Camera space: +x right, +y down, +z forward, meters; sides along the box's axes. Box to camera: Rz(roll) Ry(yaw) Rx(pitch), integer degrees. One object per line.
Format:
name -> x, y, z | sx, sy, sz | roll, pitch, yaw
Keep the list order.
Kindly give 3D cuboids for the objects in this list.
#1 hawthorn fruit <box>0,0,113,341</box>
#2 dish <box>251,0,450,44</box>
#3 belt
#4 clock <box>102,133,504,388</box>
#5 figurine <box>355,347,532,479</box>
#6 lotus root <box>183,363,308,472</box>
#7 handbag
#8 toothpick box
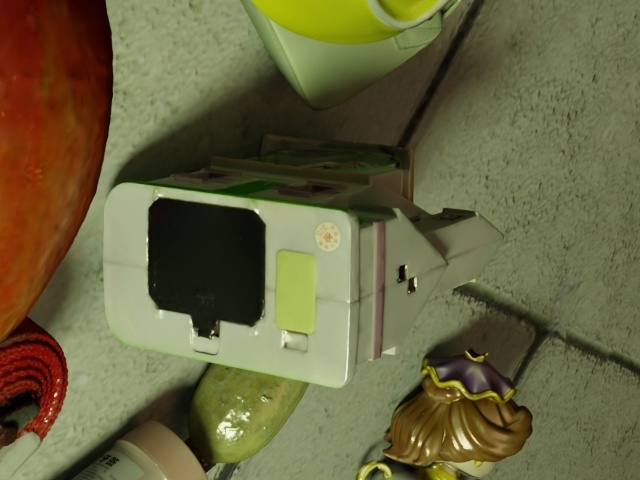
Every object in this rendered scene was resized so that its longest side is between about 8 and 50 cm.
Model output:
hawthorn fruit -> -0.247, -0.075, 0.792 | 0.311, 0.295, 0.295 | -35, 149, 16
dish -> 0.068, -0.244, 1.063 | 0.262, 0.108, 0.221 | -34, 140, -10
belt -> -0.279, 0.132, 1.051 | 0.201, 0.124, 0.128 | -48, 141, -20
clock -> 0.000, 0.000, 1.230 | 0.309, 0.235, 0.166 | -16, 111, -58
figurine -> 0.145, 0.252, 1.661 | 0.189, 0.142, 0.263 | 24, 94, -32
lotus root -> -0.071, 0.147, 1.354 | 0.183, 0.090, 0.077 | -53, 172, -7
handbag -> 0.034, -0.243, 1.174 | 0.219, 0.079, 0.256 | -32, 141, -4
toothpick box -> -0.182, 0.240, 1.270 | 0.149, 0.098, 0.098 | -36, 138, -31
